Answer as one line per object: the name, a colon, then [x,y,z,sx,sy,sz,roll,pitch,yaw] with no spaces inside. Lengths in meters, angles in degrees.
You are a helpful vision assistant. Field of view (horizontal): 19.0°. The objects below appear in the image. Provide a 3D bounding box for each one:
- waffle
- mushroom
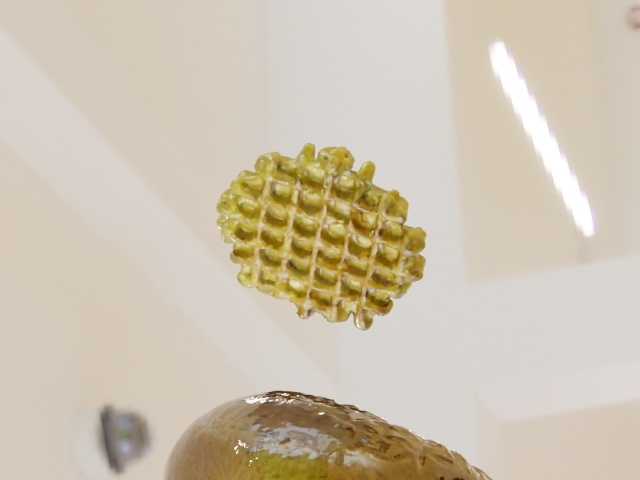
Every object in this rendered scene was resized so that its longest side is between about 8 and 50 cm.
waffle: [0.000,-0.004,1.640,0.191,0.191,0.038,68,-149,-29]
mushroom: [0.009,0.191,1.272,0.153,0.253,0.253,-65,-33,-24]
